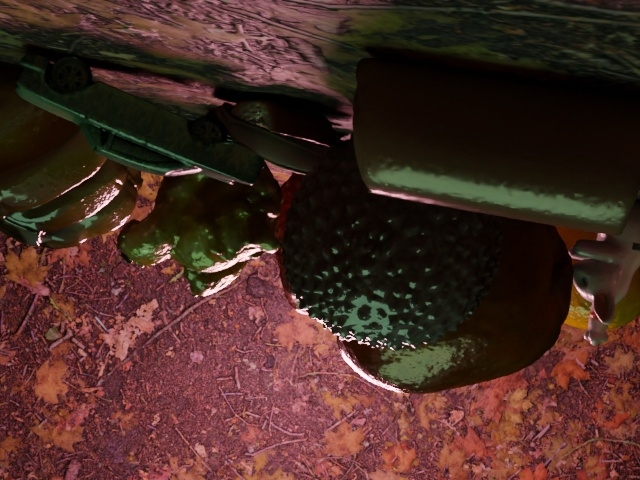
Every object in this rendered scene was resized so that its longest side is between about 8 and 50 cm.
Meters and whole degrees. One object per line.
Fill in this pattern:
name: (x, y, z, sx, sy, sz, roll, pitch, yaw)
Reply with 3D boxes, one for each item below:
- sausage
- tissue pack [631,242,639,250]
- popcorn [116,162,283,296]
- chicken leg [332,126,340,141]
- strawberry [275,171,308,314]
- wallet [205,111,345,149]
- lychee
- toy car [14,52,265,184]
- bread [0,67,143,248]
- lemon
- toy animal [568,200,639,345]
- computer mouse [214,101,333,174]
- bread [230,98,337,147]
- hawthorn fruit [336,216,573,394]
sausage: (0.150, -0.083, 0.790, 0.253, 0.123, 0.123, 11, 180, 5)
tissue pack: (0.677, 0.053, 1.463, 0.305, 0.238, 0.238, 9, -179, -29)
popcorn: (-0.201, -0.043, 1.742, 0.290, 0.326, 0.321, 1, -165, 15)
chicken leg: (-0.042, -0.161, 1.331, 0.145, 0.037, 0.062, 9, 158, -2)
strawberry: (0.000, 0.000, 2.044, 0.267, 0.351, 0.312, 21, -167, 38)
wallet: (-0.077, -0.162, 1.469, 0.229, 0.049, 0.182, 11, -177, -10)
lychee: (0.095, -0.005, 1.154, 0.300, 0.300, 0.300, 10, 180, 0)
toy car: (-0.233, -0.142, 1.165, 0.320, 0.097, 0.141, 22, 177, -17)
bread: (-0.442, -0.115, 1.404, 0.300, 0.210, 0.341, 1, 160, -2)
lemon: (0.608, 0.066, 2.021, 0.293, 0.293, 0.293, 10, 180, 0)
toy animal: (0.520, 0.046, 1.691, 0.138, 0.282, 0.140, 26, -177, 19)
computer mouse: (-0.059, -0.134, 1.275, 0.199, 0.045, 0.102, 21, -161, -22)
bread: (-0.045, -0.157, 1.179, 0.126, 0.044, 0.129, 20, -169, 29)
hawthorn fruit: (0.242, 0.080, 1.713, 0.472, 0.472, 0.472, 10, 180, 0)
